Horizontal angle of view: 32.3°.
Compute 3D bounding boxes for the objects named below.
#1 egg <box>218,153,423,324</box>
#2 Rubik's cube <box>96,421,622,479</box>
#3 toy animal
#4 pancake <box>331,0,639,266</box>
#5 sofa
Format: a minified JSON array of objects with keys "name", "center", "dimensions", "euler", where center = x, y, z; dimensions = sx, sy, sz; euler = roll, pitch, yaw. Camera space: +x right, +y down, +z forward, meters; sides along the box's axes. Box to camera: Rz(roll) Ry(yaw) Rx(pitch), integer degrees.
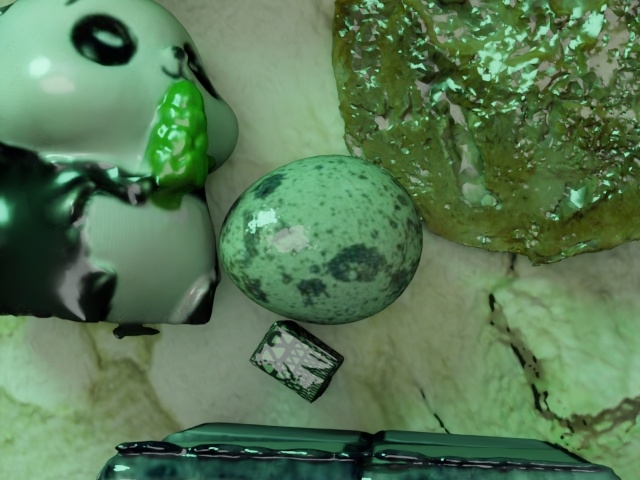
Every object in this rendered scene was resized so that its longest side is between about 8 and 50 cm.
[{"name":"egg","center":[0.000,0.000,0.852],"dimensions":[0.172,0.132,0.132],"euler":[-3,84,-38]},{"name":"Rubik's cube","center":[0.026,0.289,0.749],"dimensions":[0.316,0.313,0.318],"euler":[3,84,4]},{"name":"toy animal","center":[-0.165,-0.060,0.844],"dimensions":[0.212,0.212,0.267],"euler":[8,92,4]},{"name":"pancake","center":[0.169,-0.148,0.857],"dimensions":[0.356,0.065,0.356],"euler":[2,96,22]},{"name":"sofa","center":[-0.015,0.093,0.864],"dimensions":[0.060,0.118,0.039],"euler":[36,90,6]}]
